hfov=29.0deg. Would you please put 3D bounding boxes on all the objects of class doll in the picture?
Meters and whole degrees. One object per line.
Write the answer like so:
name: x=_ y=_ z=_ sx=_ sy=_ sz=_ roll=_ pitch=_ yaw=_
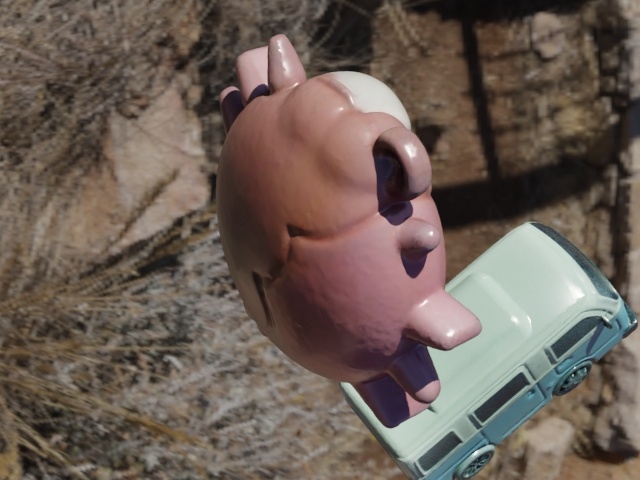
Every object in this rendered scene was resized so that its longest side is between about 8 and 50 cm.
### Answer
doll: x=0.000 y=0.000 z=0.655 sx=0.093 sy=0.262 sz=0.211 roll=-23 pitch=73 yaw=-23

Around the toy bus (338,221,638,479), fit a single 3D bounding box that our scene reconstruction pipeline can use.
toy bus: x=0.155 y=0.103 z=1.159 sx=0.271 sy=0.133 sz=0.165 roll=-41 pitch=152 yaw=-1
